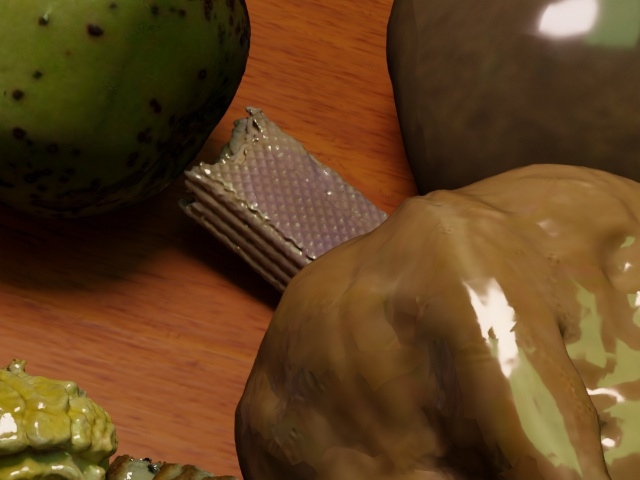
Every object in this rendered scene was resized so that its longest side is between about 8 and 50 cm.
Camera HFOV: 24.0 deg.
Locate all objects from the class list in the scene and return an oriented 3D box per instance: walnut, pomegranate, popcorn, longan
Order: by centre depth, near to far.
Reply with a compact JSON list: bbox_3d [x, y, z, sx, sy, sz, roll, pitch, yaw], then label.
[{"bbox_3d":[0.127,0.143,0.985,0.384,0.383,0.383,9,47,-10],"label":"walnut"},{"bbox_3d":[-0.205,0.139,0.993,0.141,0.135,0.162,-13,64,-1],"label":"popcorn"},{"bbox_3d":[-0.231,-0.176,1.182,0.341,0.285,0.285,32,47,13],"label":"pomegranate"},{"bbox_3d":[0.214,-0.138,1.274,0.361,0.361,0.361,9,47,-10],"label":"longan"}]

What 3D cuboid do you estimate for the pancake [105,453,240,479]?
[{"bbox_3d":[-0.099,0.219,0.913,0.054,0.197,0.376,49,11,-22],"label":"pancake"}]

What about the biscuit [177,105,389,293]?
[{"bbox_3d":[0.000,0.000,1.211,0.239,0.062,0.108,40,46,1],"label":"biscuit"}]
